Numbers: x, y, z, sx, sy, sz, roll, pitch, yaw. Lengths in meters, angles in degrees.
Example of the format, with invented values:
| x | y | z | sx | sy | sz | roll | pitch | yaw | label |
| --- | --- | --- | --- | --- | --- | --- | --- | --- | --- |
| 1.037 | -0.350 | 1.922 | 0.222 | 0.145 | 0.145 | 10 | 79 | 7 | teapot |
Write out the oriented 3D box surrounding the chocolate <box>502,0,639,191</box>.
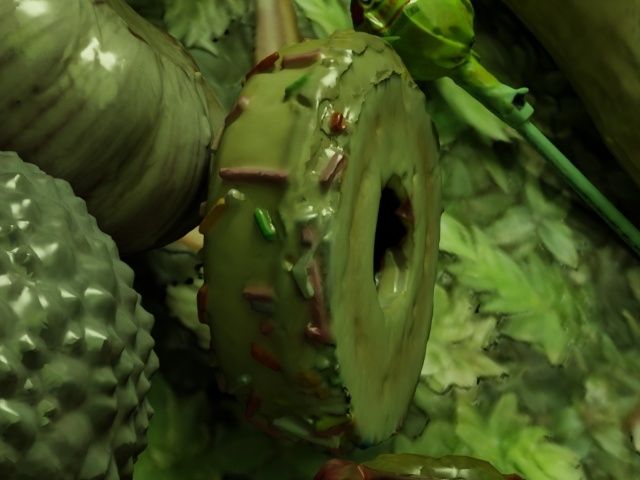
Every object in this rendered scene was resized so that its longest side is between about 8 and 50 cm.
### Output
| x | y | z | sx | sy | sz | roll | pitch | yaw | label |
| --- | --- | --- | --- | --- | --- | --- | --- | --- | --- |
| 0.153 | -0.134 | 0.950 | 0.134 | 0.134 | 0.309 | -31 | 80 | -39 | chocolate |

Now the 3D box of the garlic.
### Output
| x | y | z | sx | sy | sz | roll | pitch | yaw | label |
| --- | --- | --- | --- | --- | --- | --- | --- | --- | --- |
| -0.105 | -0.053 | 0.756 | 0.147 | 0.102 | 0.159 | 46 | 7 | 26 | garlic |

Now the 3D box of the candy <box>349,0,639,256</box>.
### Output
| x | y | z | sx | sy | sz | roll | pitch | yaw | label |
| --- | --- | --- | --- | --- | --- | --- | --- | --- | --- |
| 0.090 | -0.058 | 0.922 | 0.194 | 0.058 | 0.062 | 44 | 17 | -10 | candy |

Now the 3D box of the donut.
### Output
| x | y | z | sx | sy | sz | roll | pitch | yaw | label |
| --- | --- | --- | --- | --- | --- | --- | --- | --- | --- |
| 0.000 | 0.000 | 0.766 | 0.068 | 0.174 | 0.174 | 3 | 49 | 19 | donut |

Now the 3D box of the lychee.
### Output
| x | y | z | sx | sy | sz | roll | pitch | yaw | label |
| --- | --- | --- | --- | --- | --- | --- | --- | --- | --- |
| -0.137 | 0.043 | 0.663 | 0.165 | 0.197 | 0.165 | -1 | 100 | -8 | lychee |

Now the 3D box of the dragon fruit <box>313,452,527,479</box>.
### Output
| x | y | z | sx | sy | sz | roll | pitch | yaw | label |
| --- | --- | --- | --- | --- | --- | --- | --- | --- | --- |
| 0.030 | 0.197 | 0.558 | 0.314 | 0.296 | 0.263 | 52 | 57 | -11 | dragon fruit |
